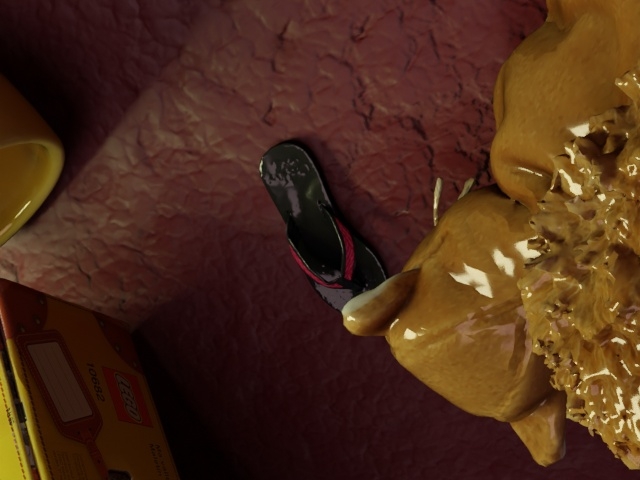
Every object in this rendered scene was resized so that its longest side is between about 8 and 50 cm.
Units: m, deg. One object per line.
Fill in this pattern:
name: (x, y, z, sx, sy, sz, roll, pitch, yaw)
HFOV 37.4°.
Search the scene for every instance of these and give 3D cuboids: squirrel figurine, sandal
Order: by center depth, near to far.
squirrel figurine: (0.180, -0.021, 0.577, 0.281, 0.397, 0.370, 37, 107, -13)
sandal: (0.000, 0.000, 0.816, 0.067, 0.040, 0.179, -25, 108, 20)

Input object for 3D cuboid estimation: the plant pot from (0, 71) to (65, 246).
plant pot: (-0.377, -0.085, 0.750, 0.254, 0.254, 0.239, -43, 85, 24)

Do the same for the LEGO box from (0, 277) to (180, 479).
LEGO box: (-0.276, 0.346, 0.749, 0.372, 0.193, 0.500, -31, 63, 14)
